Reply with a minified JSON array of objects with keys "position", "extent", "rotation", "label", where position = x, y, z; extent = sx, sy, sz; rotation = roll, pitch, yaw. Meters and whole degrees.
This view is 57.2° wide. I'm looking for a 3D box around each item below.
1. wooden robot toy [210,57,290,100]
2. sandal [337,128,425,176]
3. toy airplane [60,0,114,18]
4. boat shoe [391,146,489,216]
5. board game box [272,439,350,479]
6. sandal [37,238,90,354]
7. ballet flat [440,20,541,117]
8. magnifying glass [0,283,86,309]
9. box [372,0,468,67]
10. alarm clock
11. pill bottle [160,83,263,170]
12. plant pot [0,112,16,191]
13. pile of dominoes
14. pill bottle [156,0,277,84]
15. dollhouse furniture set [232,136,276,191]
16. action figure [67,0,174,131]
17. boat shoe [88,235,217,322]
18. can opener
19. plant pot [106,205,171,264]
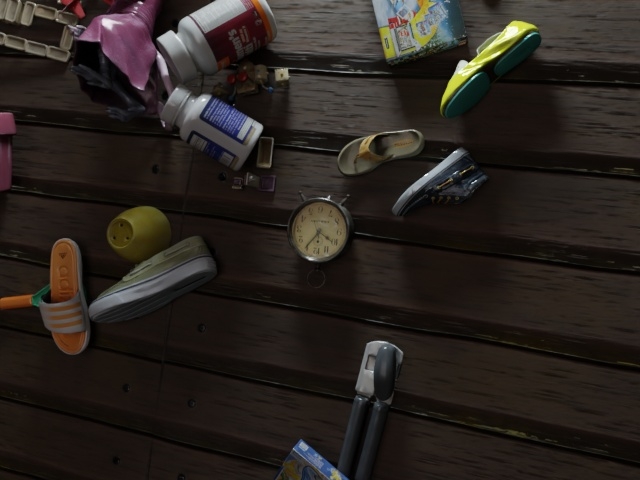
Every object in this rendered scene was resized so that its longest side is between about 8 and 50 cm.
[{"position":[-0.152,-0.354,1.237],"extent":[0.173,0.076,0.079],"rotation":[-8,75,16],"label":"wooden robot toy"},{"position":[0.115,-0.180,1.160],"extent":[0.180,0.049,0.072],"rotation":[-14,84,15],"label":"sandal"},{"position":[-0.550,-0.586,1.374],"extent":[0.151,0.028,0.151],"rotation":[0,93,-2],"label":"toy airplane"},{"position":[0.227,-0.089,1.115],"extent":[0.183,0.065,0.083],"rotation":[-40,77,10],"label":"boat shoe"},{"position":[0.005,0.505,1.152],"extent":[0.201,0.035,0.136],"rotation":[36,120,15],"label":"board game box"},{"position":[-0.588,0.127,1.318],"extent":[0.102,0.076,0.265],"rotation":[-8,86,15],"label":"sandal"},{"position":[0.305,-0.326,1.106],"extent":[0.231,0.077,0.077],"rotation":[-40,57,9],"label":"ballet flat"},{"position":[-0.657,0.139,1.387],"extent":[0.231,0.026,0.092],"rotation":[-7,86,17],"label":"magnifying glass"},{"position":[0.184,-0.477,1.153],"extent":[0.159,0.044,0.233],"rotation":[-13,84,16],"label":"box"},{"position":[0.000,0.000,1.180],"extent":[0.129,0.064,0.192],"rotation":[6,88,16],"label":"alarm clock"},{"position":[-0.222,-0.233,1.193],"extent":[0.187,0.112,0.112],"rotation":[31,97,-13],"label":"pill bottle"},{"position":[-0.809,-0.199,1.368],"extent":[0.201,0.201,0.180],"rotation":[-3,103,16],"label":"plant pot"},{"position":[-0.691,-0.550,1.427],"extent":[0.251,0.040,0.196],"rotation":[17,92,8],"label":"pile of dominoes"},{"position":[-0.209,-0.414,1.190],"extent":[0.221,0.121,0.121],"rotation":[-33,79,-10],"label":"pill bottle"},{"position":[-0.145,-0.164,1.218],"extent":[0.091,0.081,0.114],"rotation":[6,90,16],"label":"dollhouse furniture set"},{"position":[-0.396,-0.461,1.248],"extent":[0.276,0.248,0.370],"rotation":[16,64,-17],"label":"action figure"},{"position":[-0.366,0.089,1.275],"extent":[0.302,0.109,0.094],"rotation":[-24,66,5],"label":"boat shoe"},{"position":[0.090,0.331,1.125],"extent":[0.076,0.095,0.283],"rotation":[15,92,17],"label":"can opener"},{"position":[-0.409,-0.013,1.283],"extent":[0.134,0.095,0.134],"rotation":[-1,87,16],"label":"plant pot"}]
